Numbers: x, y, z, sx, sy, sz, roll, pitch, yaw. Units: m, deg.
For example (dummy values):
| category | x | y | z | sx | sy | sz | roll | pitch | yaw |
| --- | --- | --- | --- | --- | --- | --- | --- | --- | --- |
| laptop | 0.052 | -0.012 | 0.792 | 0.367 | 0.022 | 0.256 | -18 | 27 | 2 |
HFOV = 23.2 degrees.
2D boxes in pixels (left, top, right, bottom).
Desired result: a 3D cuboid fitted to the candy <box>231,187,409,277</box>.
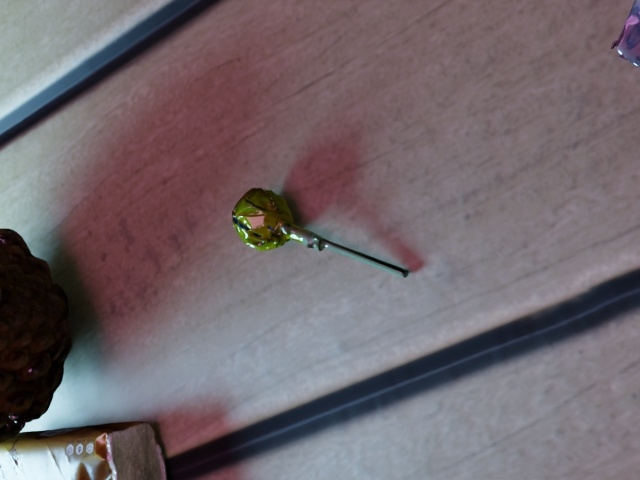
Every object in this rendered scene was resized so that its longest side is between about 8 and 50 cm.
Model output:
| category | x | y | z | sx | sy | sz | roll | pitch | yaw |
| --- | --- | --- | --- | --- | --- | --- | --- | --- | --- |
| candy | 0.000 | 0.000 | 1.471 | 0.194 | 0.058 | 0.062 | 20 | 149 | 29 |

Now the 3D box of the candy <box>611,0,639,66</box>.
| category | x | y | z | sx | sy | sz | roll | pitch | yaw |
| --- | --- | --- | --- | --- | --- | --- | --- | --- | --- |
| candy | 0.292 | -0.190 | 1.164 | 0.073 | 0.092 | 0.160 | 36 | 116 | 33 |

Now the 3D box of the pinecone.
| category | x | y | z | sx | sy | sz | roll | pitch | yaw |
| --- | --- | --- | --- | --- | --- | --- | --- | --- | --- |
| pinecone | -0.381 | 0.118 | 1.690 | 0.243 | 0.243 | 0.257 | 35 | 142 | 32 |

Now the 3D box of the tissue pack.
| category | x | y | z | sx | sy | sz | roll | pitch | yaw |
| --- | --- | --- | --- | --- | --- | --- | --- | --- | --- |
| tissue pack | -0.265 | 0.295 | 1.700 | 0.226 | 0.092 | 0.183 | -11 | 89 | 43 |
